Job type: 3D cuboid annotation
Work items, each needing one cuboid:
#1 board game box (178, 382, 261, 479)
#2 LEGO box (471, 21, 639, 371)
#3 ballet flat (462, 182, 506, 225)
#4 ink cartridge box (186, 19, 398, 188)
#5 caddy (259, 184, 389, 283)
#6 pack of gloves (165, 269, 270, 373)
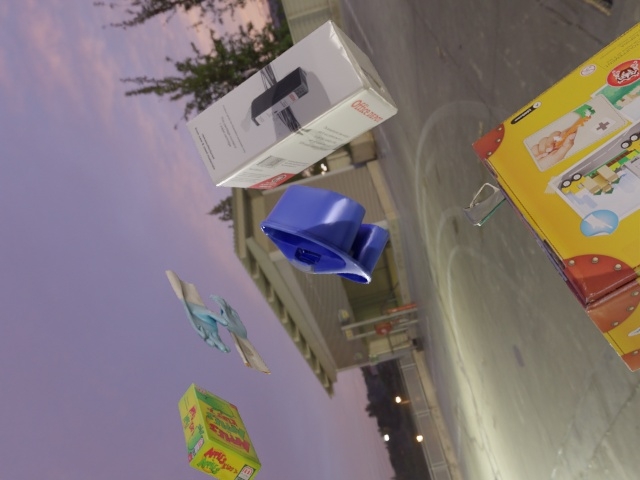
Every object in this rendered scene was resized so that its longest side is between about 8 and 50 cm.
[{"bbox_3d":[-0.158,0.291,0.736,0.092,0.043,0.181,38,174,-22],"label":"board game box"},{"bbox_3d":[0.512,-0.130,0.631,0.193,0.500,0.372,39,-155,-33],"label":"LEGO box"},{"bbox_3d":[0.422,-0.121,1.126,0.068,0.213,0.072,50,-157,10],"label":"ballet flat"},{"bbox_3d":[-0.037,-0.195,0.769,0.114,0.273,0.197,65,-159,5],"label":"ink cartridge box"},{"bbox_3d":[0.000,0.000,1.206,0.341,0.179,0.241,16,161,48],"label":"caddy"},{"bbox_3d":[-0.197,0.154,0.987,0.195,0.046,0.232,38,-173,-47],"label":"pack of gloves"}]
